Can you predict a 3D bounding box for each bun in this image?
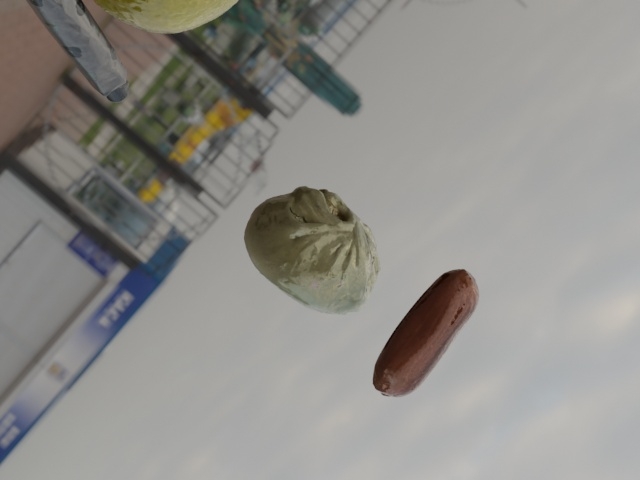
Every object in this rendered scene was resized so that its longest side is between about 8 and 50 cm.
[{"bbox_3d":[0.000,0.000,1.794,0.133,0.231,0.231,-51,-174,31],"label":"bun"}]

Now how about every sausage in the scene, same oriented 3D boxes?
[{"bbox_3d":[0.134,0.119,1.517,0.194,0.077,0.077,-54,-172,-1],"label":"sausage"}]

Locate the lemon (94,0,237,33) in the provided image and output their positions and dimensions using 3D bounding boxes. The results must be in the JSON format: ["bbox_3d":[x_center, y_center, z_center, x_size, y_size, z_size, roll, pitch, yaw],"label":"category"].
[{"bbox_3d":[-0.254,-0.508,1.972,0.364,0.364,0.364,-48,-172,9],"label":"lemon"}]

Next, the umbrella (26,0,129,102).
[{"bbox_3d":[-0.365,-0.309,1.790,0.067,0.073,0.337,-33,151,-3],"label":"umbrella"}]
